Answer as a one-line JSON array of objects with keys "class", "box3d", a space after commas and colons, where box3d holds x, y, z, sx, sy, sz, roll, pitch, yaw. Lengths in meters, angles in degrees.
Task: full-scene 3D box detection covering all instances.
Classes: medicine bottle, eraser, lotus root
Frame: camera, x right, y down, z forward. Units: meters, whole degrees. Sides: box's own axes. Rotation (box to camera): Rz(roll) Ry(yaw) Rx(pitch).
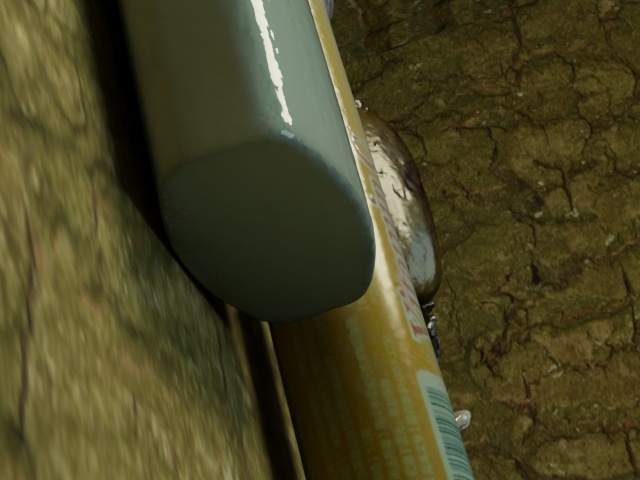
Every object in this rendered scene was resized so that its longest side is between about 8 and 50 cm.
[{"class": "medicine bottle", "box3d": [0.000, 0.000, 0.815, 0.108, 0.108, 0.426, 64, 9, -55]}, {"class": "eraser", "box3d": [-0.053, -0.119, 0.722, 0.189, 0.104, 0.290, 68, 6, -61]}, {"class": "lotus root", "box3d": [0.037, -0.019, 1.217, 0.124, 0.122, 0.241, 111, -34, -53]}]

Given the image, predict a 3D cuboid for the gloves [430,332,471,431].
[{"class": "gloves", "box3d": [0.098, 0.154, 1.374, 0.229, 0.097, 0.119, 59, 23, -56]}]
